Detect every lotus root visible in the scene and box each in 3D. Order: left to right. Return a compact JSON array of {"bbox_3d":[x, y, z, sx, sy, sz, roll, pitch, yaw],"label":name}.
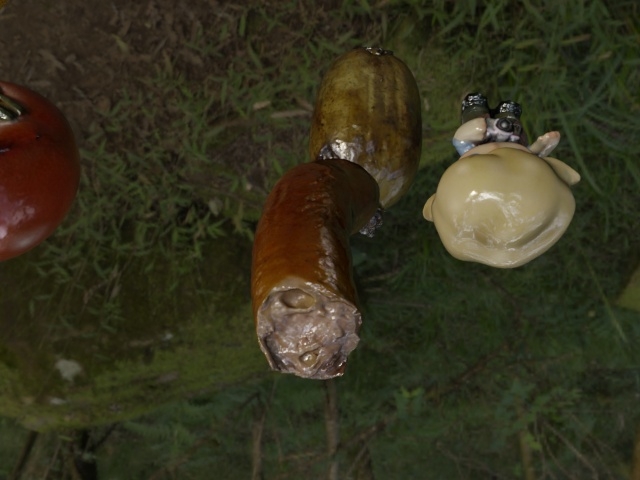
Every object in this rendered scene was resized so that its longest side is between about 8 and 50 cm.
[{"bbox_3d":[0.058,-0.129,0.971,0.145,0.260,0.128,4,162,-3],"label":"lotus root"}]

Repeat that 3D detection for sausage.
[{"bbox_3d":[-0.003,-0.004,0.618,0.076,0.302,0.103,-33,108,20],"label":"sausage"}]

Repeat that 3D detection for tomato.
[{"bbox_3d":[-0.443,-0.091,0.978,0.256,0.255,0.224,9,123,3],"label":"tomato"}]

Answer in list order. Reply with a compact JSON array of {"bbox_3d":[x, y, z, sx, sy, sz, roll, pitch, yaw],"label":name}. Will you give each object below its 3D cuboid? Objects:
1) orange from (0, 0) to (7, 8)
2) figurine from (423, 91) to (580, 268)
[{"bbox_3d":[-0.442,-0.315,0.711,0.341,0.340,0.293,-22,102,36],"label":"orange"},{"bbox_3d":[0.160,-0.064,0.673,0.114,0.196,0.108,18,137,-4],"label":"figurine"}]
